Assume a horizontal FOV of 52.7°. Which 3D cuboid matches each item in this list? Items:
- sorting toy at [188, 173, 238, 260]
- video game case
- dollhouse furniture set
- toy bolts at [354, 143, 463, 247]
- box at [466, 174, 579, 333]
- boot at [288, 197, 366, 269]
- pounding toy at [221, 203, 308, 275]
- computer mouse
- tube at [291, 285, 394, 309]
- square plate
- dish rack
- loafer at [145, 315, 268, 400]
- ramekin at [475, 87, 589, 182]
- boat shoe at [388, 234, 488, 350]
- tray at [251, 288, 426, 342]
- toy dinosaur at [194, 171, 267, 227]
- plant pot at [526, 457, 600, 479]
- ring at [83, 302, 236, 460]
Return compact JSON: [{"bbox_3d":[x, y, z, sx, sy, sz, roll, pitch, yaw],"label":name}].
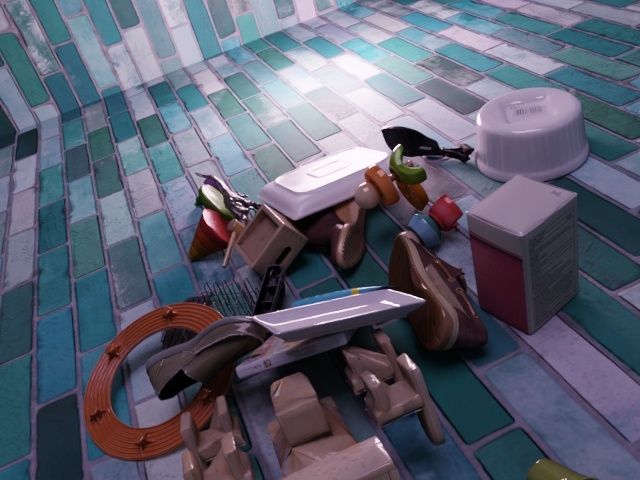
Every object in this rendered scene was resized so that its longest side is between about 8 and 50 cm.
[{"bbox_3d":[-0.310,-0.056,1.745,0.126,0.127,0.365,-44,28,14],"label":"sorting toy"},{"bbox_3d":[-0.025,0.178,1.190,0.207,0.026,0.227,-21,3,16],"label":"video game case"},{"bbox_3d":[0.017,0.360,0.932,0.362,0.256,0.394,-22,13,-8],"label":"dollhouse furniture set"},{"bbox_3d":[0.192,-0.064,1.478,0.158,0.218,0.228,-38,69,-6],"label":"toy bolts"},{"bbox_3d":[0.369,0.025,1.170,0.149,0.232,0.127,-33,37,-22],"label":"box"},{"bbox_3d":[0.000,0.000,1.535,0.207,0.090,0.248,-16,33,24],"label":"boot"},{"bbox_3d":[-0.148,0.013,1.545,0.181,0.094,0.206,-53,37,5],"label":"pounding toy"},{"bbox_3d":[0.277,-0.232,1.644,0.184,0.060,0.262,10,0,35],"label":"computer mouse"},{"bbox_3d":[0.043,0.122,1.303,0.207,0.052,0.080,-18,-6,22],"label":"tube"},{"bbox_3d":[0.027,-0.167,1.692,0.347,0.049,0.344,-24,21,-14],"label":"square plate"},{"bbox_3d":[-0.213,0.156,1.392,0.272,0.074,0.208,-7,34,15],"label":"dish rack"},{"bbox_3d":[-0.199,0.217,1.158,0.251,0.094,0.087,-29,49,16],"label":"loafer"},{"bbox_3d":[0.519,-0.270,1.610,0.277,0.135,0.277,-12,34,9],"label":"ramekin"},{"bbox_3d":[0.225,0.099,1.261,0.123,0.123,0.342,7,23,-15],"label":"boat shoe"},{"bbox_3d":[0.031,0.129,1.100,0.271,0.030,0.145,-10,6,-20],"label":"tray"},{"bbox_3d":[-0.221,-0.101,1.724,0.118,0.064,0.268,3,39,-51],"label":"toy dinosaur"},{"bbox_3d":[0.328,0.341,0.886,0.083,0.083,0.079,-29,24,-16],"label":"plant pot"},{"bbox_3d":[-0.320,0.259,1.261,0.337,0.032,0.336,-14,46,15],"label":"ring"}]
